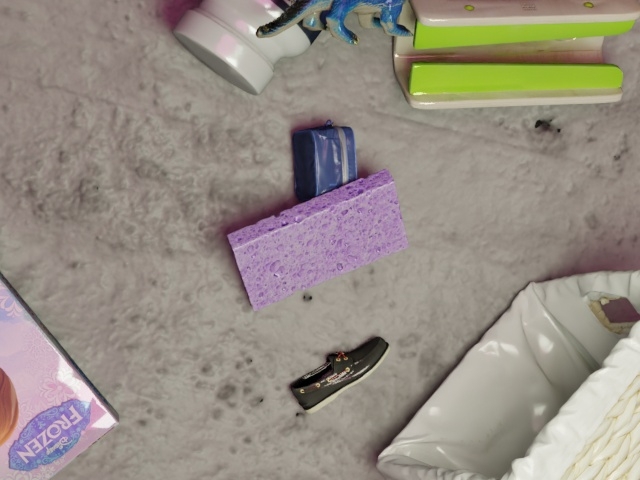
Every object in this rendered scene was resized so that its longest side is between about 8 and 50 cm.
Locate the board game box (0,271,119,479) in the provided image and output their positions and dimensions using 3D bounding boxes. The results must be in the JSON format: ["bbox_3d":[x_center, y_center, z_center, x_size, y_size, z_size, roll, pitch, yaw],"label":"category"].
[{"bbox_3d":[-0.453,0.185,1.451,0.318,0.066,0.318,-39,98,-6],"label":"board game box"}]

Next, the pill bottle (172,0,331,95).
[{"bbox_3d":[-0.044,-0.308,1.458,0.153,0.153,0.265,37,86,-9],"label":"pill bottle"}]

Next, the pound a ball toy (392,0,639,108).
[{"bbox_3d":[0.256,-0.281,1.502,0.319,0.136,0.208,-4,129,-9],"label":"pound a ball toy"}]

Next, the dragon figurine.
[{"bbox_3d":[0.036,-0.293,1.366,0.289,0.085,0.144,-12,116,-32],"label":"dragon figurine"}]

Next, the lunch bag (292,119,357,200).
[{"bbox_3d":[0.009,-0.096,1.517,0.065,0.067,0.098,-5,96,-26],"label":"lunch bag"}]

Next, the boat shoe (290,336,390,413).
[{"bbox_3d":[0.025,0.157,1.540,0.133,0.049,0.042,-35,105,-2],"label":"boat shoe"}]

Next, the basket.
[{"bbox_3d":[0.300,0.236,1.425,0.331,0.328,0.266,-45,101,-20],"label":"basket"}]

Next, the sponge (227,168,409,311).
[{"bbox_3d":[0.000,0.000,1.506,0.210,0.031,0.117,-22,136,-8],"label":"sponge"}]
